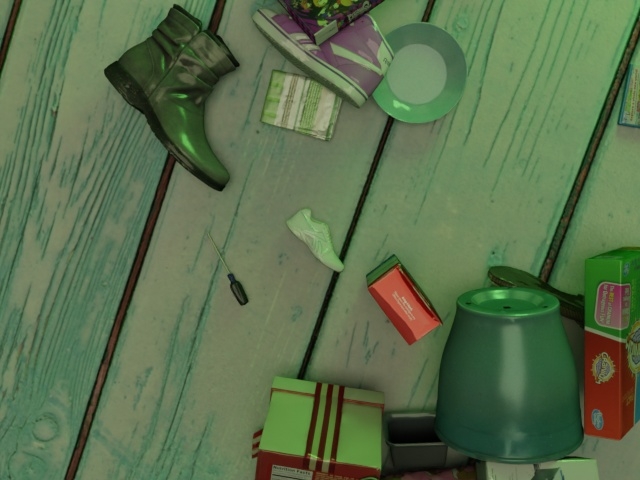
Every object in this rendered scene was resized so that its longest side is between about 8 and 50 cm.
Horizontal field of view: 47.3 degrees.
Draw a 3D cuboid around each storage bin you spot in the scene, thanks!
[{"bbox_3d":[0.196,0.403,1.475,0.135,0.098,0.091,-3,122,3],"label":"storage bin"}]

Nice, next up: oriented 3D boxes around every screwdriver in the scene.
[{"bbox_3d":[-0.194,0.057,1.494,0.024,0.025,0.170,-28,93,5],"label":"screwdriver"}]

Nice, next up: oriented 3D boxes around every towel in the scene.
[{"bbox_3d":[-0.036,-0.271,1.462,0.152,0.023,0.113,16,93,4],"label":"towel"}]

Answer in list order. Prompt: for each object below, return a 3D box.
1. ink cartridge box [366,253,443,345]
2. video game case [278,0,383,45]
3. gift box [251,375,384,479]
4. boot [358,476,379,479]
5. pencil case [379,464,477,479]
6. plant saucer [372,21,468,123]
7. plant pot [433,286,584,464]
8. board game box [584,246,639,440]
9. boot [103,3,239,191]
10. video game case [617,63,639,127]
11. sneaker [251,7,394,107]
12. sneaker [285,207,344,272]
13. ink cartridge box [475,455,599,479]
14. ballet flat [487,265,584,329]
[{"bbox_3d":[0.154,0.110,1.375,0.078,0.231,0.134,-37,92,5],"label":"ink cartridge box"},{"bbox_3d":[0.010,-0.505,1.370,0.210,0.042,0.232,-35,70,-5],"label":"video game case"},{"bbox_3d":[-0.016,0.433,1.407,0.255,0.258,0.277,13,115,0],"label":"gift box"},{"bbox_3d":[0.026,0.525,1.258,0.244,0.088,0.176,-21,112,10],"label":"boot"},{"bbox_3d":[0.288,0.529,1.441,0.385,0.160,0.167,-4,80,3],"label":"pencil case"},{"bbox_3d":[0.189,-0.326,1.433,0.194,0.037,0.195,0,95,3],"label":"plant saucer"},{"bbox_3d":[0.344,0.227,1.339,0.271,0.272,0.255,-1,102,3],"label":"plant pot"},{"bbox_3d":[0.560,0.179,1.358,0.064,0.242,0.317,2,97,38],"label":"board game box"},{"bbox_3d":[-0.239,-0.281,1.428,0.222,0.118,0.338,-40,96,0],"label":"boot"},{"bbox_3d":[0.674,-0.272,1.421,0.166,0.015,0.119,10,96,2],"label":"video game case"},{"bbox_3d":[0.013,-0.394,1.402,0.282,0.102,0.161,36,93,7],"label":"sneaker"},{"bbox_3d":[0.000,0.000,1.464,0.061,0.054,0.152,-43,91,3],"label":"sneaker"},{"bbox_3d":[0.383,0.429,1.303,0.190,0.140,0.082,-4,75,3],"label":"ink cartridge box"},{"bbox_3d":[0.443,0.116,1.443,0.249,0.084,0.058,20,119,-2],"label":"ballet flat"}]
